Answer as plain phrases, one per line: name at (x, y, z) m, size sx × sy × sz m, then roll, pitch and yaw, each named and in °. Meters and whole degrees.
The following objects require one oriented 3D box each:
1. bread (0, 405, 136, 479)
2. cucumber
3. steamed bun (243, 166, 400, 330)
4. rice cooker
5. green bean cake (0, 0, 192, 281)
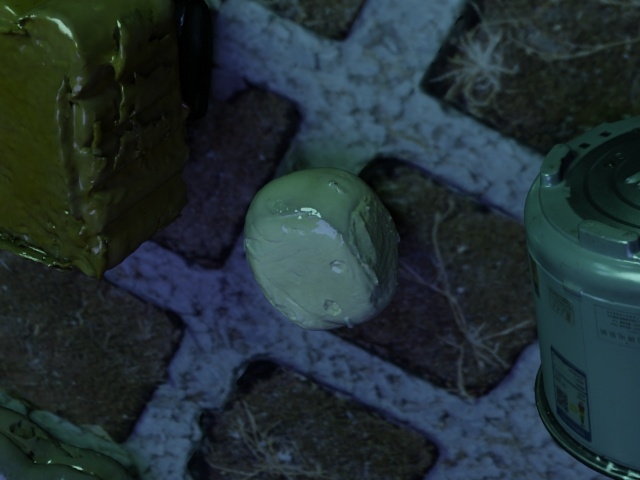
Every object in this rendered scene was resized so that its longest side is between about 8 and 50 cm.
bread at (-0.337, 0.239, 1.396) m, size 0.337 × 0.102 × 0.183 m, roll -10°, pitch 119°, yaw 25°
cucumber at (-0.102, -0.138, 1.074) m, size 0.048 × 0.048 × 0.105 m, roll 13°, pitch 128°, yaw 5°
steamed bun at (0.000, 0.000, 1.121) m, size 0.113 × 0.091 × 0.130 m, roll -12°, pitch 125°, yaw 28°
rice cooker at (0.259, 0.044, 0.992) m, size 0.280 × 0.241 × 0.227 m, roll 24°, pitch 135°, yaw 46°
green bean cake at (-0.204, -0.107, 1.046) m, size 0.230 × 0.131 × 0.224 m, roll 23°, pitch 131°, yaw 26°
